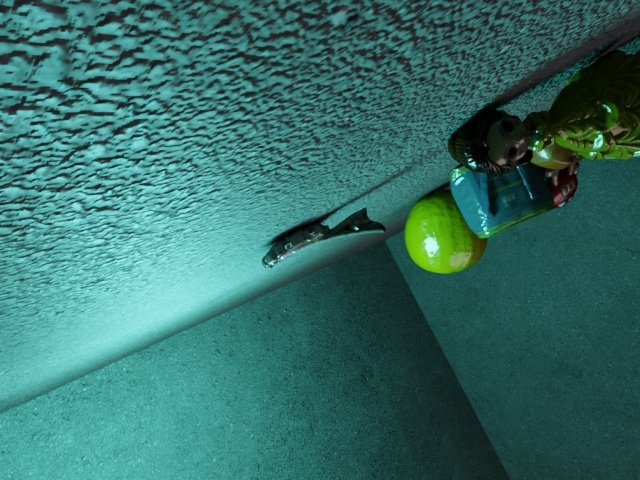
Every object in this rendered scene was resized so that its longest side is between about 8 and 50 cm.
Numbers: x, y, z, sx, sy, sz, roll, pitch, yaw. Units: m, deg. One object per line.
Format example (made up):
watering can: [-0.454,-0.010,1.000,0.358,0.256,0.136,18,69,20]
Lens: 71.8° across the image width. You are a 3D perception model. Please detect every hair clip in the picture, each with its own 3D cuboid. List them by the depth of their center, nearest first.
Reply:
hair clip: [0.000,-0.008,1.033,0.300,0.069,0.173,-18,174,8]

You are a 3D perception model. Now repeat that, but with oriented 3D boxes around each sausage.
sausage: [0.700,-0.298,1.220,0.267,0.153,0.141,-27,-159,-1]

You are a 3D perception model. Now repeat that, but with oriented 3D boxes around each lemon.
lemon: [0.493,-0.036,1.749,0.347,0.348,0.348,-27,174,-3]

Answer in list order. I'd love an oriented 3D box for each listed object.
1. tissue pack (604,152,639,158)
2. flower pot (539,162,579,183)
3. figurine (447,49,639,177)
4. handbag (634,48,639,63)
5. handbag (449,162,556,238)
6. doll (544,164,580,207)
tissue pack: [0.844,-0.355,1.060,0.305,0.239,0.238,-25,174,-17]
flower pot: [0.793,-0.267,1.542,0.235,0.148,0.235,-18,149,-11]
figurine: [0.395,-0.197,0.783,0.315,0.168,0.188,-18,130,-8]
handbag: [0.726,-0.391,0.790,0.315,0.109,0.253,-33,177,40]
handbag: [0.557,-0.157,1.380,0.262,0.241,0.222,-28,175,10]
doll: [0.784,-0.175,1.450,0.183,0.085,0.217,-30,140,-12]
